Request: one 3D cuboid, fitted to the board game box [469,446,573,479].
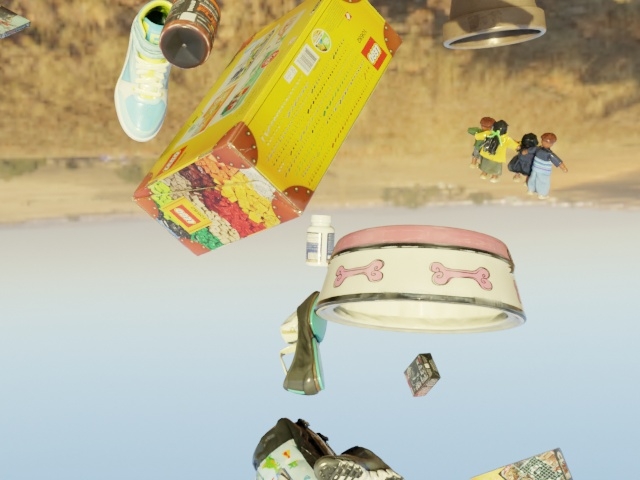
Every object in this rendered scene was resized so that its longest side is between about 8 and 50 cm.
[{"bbox_3d":[0.494,0.611,2.214,0.243,0.165,0.042,-30,162,34],"label":"board game box"}]

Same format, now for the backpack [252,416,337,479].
[{"bbox_3d":[-0.001,0.610,2.049,0.355,0.273,0.290,38,170,32],"label":"backpack"}]

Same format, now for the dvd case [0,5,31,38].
[{"bbox_3d":[-0.574,-0.388,1.622,0.087,0.013,0.119,28,-152,-1],"label":"dvd case"}]

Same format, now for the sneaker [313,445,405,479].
[{"bbox_3d":[0.061,0.454,1.835,0.234,0.078,0.106,23,-166,-40],"label":"sneaker"}]

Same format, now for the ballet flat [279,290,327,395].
[{"bbox_3d":[-0.039,0.209,1.939,0.096,0.095,0.280,-10,-144,11],"label":"ballet flat"}]

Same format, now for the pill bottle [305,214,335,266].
[{"bbox_3d":[0.000,0.000,2.180,0.067,0.120,0.067,3,-178,0],"label":"pill bottle"}]

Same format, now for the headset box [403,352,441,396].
[{"bbox_3d":[0.209,0.282,1.919,0.032,0.062,0.083,0,141,-27],"label":"headset box"}]

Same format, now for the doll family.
[{"bbox_3d":[0.322,-0.146,1.530,0.193,0.111,0.076,20,-151,23],"label":"doll family"}]

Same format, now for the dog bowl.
[{"bbox_3d":[0.195,0.081,1.806,0.408,0.150,0.408,3,167,1],"label":"dog bowl"}]

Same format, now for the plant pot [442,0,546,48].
[{"bbox_3d":[0.429,-0.621,2.343,0.263,0.229,0.263,-7,-177,0],"label":"plant pot"}]

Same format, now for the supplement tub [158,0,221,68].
[{"bbox_3d":[-0.260,-0.438,1.871,0.106,0.106,0.198,-2,-140,6],"label":"supplement tub"}]

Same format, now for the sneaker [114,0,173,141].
[{"bbox_3d":[-0.385,-0.391,2.075,0.127,0.319,0.208,5,175,-17],"label":"sneaker"}]

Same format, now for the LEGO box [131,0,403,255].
[{"bbox_3d":[-0.104,-0.246,1.859,0.193,0.500,0.372,43,146,-21],"label":"LEGO box"}]
